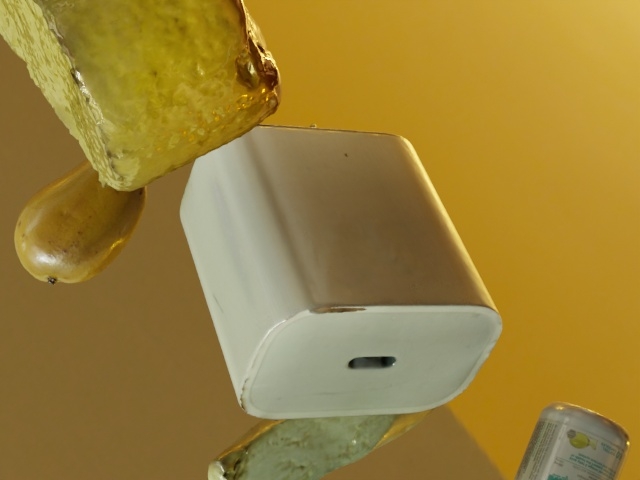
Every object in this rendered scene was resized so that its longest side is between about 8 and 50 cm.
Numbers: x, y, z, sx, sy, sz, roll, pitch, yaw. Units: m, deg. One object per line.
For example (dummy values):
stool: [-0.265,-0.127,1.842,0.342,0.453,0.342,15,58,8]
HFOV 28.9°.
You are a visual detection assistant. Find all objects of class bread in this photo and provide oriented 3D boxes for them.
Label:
bread: [-0.102,-0.127,0.524,0.094,0.102,0.245,-30,-126,-11]

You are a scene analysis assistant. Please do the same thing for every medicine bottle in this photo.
medicine bottle: [0.341,0.348,1.743,0.135,0.135,0.215,28,-104,-16]

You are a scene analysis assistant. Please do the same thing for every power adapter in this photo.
power adapter: [0.000,0.000,0.934,0.187,0.124,0.255,2,-136,-27]

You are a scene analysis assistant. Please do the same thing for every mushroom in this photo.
mushroom: [0.033,0.160,1.182,0.333,0.107,0.087,-29,-73,-47]

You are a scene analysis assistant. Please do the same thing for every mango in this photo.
mango: [-0.173,-0.019,0.906,0.080,0.060,0.114,32,-103,26]
